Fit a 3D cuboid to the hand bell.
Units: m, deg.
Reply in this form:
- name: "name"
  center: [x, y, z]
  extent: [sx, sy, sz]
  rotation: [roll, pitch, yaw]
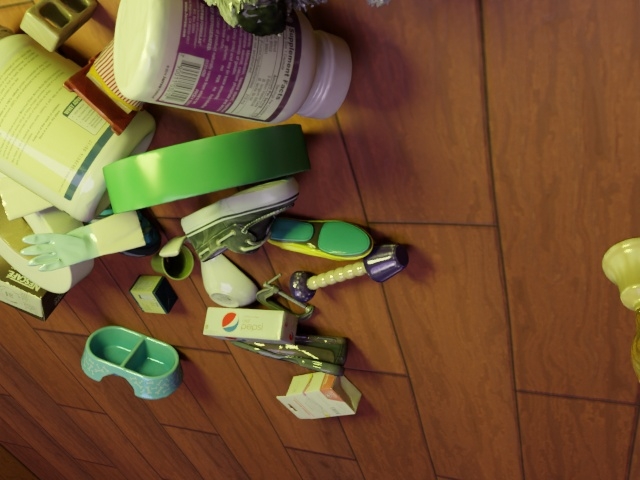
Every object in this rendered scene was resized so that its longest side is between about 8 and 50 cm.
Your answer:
- name: "hand bell"
  center: [0.507, 0.123, 0.980]
  extent: [0.126, 0.242, 0.126]
  rotation: [13, 138, 12]

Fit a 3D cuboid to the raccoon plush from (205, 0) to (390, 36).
- name: "raccoon plush"
  center: [-0.027, -0.440, 0.749]
  extent: [0.446, 0.299, 0.216]
  rotation: [56, 148, 18]

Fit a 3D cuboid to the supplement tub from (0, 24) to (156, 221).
- name: "supplement tub"
  center: [-0.488, -0.211, 1.115]
  extent: [0.324, 0.235, 0.235]
  rotation: [34, 138, -11]

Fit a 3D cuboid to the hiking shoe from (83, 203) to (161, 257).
- name: "hiking shoe"
  center: [-0.450, -0.081, 1.325]
  extent: [0.304, 0.113, 0.132]
  rotation: [44, 136, -21]

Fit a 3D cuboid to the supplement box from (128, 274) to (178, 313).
- name: "supplement box"
  center: [-0.421, 0.136, 1.582]
  extent: [0.083, 0.056, 0.083]
  rotation: [1, 134, 24]

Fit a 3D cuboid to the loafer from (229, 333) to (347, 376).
- name: "loafer"
  center: [-0.074, 0.250, 1.530]
  extent: [0.302, 0.095, 0.109]
  rotation: [12, 168, 21]

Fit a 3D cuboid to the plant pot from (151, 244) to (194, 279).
- name: "plant pot"
  center: [-0.349, 0.049, 1.450]
  extent: [0.079, 0.083, 0.083]
  rotation: [-2, 134, 45]

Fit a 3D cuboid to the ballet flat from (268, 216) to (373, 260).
- name: "ballet flat"
  center: [0.000, 0.000, 1.236]
  extent: [0.230, 0.077, 0.077]
  rotation: [9, 158, 21]

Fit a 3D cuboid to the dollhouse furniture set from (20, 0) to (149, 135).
- name: "dollhouse furniture set"
  center: [-0.370, -0.369, 0.954]
  extent: [0.374, 0.152, 0.201]
  rotation: [42, 136, -19]

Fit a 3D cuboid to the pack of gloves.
- name: "pack of gloves"
  center: [-0.490, -0.052, 1.248]
  extent: [0.046, 0.232, 0.195]
  rotation: [-10, 96, 70]

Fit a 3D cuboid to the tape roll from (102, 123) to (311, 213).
- name: "tape roll"
  center: [-0.178, -0.114, 1.008]
  extent: [0.321, 0.321, 0.077]
  rotation: [-9, 97, 33]

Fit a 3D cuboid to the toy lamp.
- name: "toy lamp"
  center: [0.055, 0.062, 1.263]
  extent: [0.274, 0.080, 0.080]
  rotation: [-18, 124, 40]

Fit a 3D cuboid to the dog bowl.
- name: "dog bowl"
  center: [-0.531, 0.336, 1.775]
  extent: [0.297, 0.166, 0.074]
  rotation: [18, 128, 7]

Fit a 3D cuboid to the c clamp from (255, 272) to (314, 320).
- name: "c clamp"
  center: [-0.077, 0.139, 1.433]
  extent: [0.160, 0.022, 0.137]
  rotation: [36, 139, -28]

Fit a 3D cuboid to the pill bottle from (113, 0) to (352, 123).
- name: "pill bottle"
  center: [-0.112, -0.252, 0.861]
  extent: [0.301, 0.169, 0.169]
  rotation: [4, 151, -34]

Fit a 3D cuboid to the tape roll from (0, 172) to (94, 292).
- name: "tape roll"
  center: [-0.666, -0.053, 1.393]
  extent: [0.392, 0.072, 0.392]
  rotation: [25, 139, 24]

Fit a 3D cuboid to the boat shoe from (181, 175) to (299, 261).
- name: "boat shoe"
  center: [-0.143, -0.034, 1.207]
  extent: [0.335, 0.121, 0.119]
  rotation: [-17, 98, 50]

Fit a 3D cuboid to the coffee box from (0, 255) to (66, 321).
- name: "coffee box"
  center: [-0.789, 0.057, 1.593]
  extent: [0.297, 0.168, 0.119]
  rotation: [25, 139, 0]

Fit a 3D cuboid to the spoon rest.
- name: "spoon rest"
  center: [-0.243, 0.070, 1.427]
  extent: [0.137, 0.084, 0.276]
  rotation: [-6, 144, 32]

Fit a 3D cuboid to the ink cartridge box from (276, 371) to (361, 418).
- name: "ink cartridge box"
  center: [-0.007, 0.410, 1.664]
  extent: [0.198, 0.067, 0.115]
  rotation: [-19, 123, 37]

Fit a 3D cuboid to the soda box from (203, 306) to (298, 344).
- name: "soda box"
  center: [-0.165, 0.200, 1.474]
  extent: [0.216, 0.069, 0.074]
  rotation: [-1, 162, 27]
